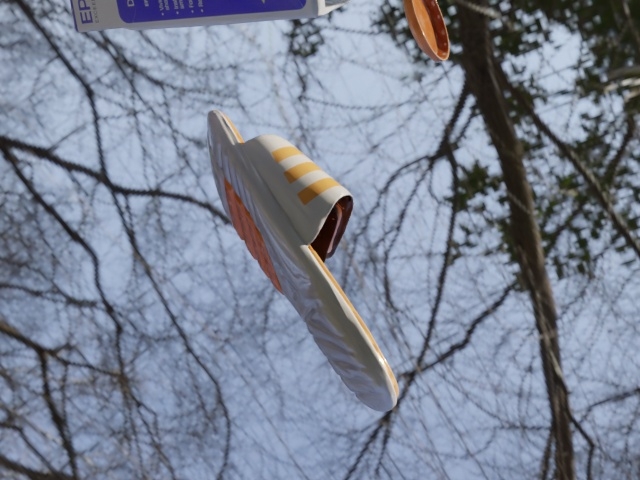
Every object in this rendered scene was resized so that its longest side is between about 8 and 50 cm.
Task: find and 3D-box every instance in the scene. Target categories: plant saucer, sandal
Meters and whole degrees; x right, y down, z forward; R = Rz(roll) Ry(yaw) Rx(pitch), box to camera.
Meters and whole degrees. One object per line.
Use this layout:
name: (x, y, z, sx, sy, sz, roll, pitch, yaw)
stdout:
plant saucer: (0.097, -0.205, 0.955, 0.013, 0.083, 0.083, -19, -143, 25)
sandal: (0.000, 0.005, 0.773, 0.076, 0.102, 0.265, -28, -110, -17)

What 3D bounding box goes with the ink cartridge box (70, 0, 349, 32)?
ink cartridge box: (-0.087, -0.236, 0.628, 0.208, 0.206, 0.045, 5, -159, 34)
